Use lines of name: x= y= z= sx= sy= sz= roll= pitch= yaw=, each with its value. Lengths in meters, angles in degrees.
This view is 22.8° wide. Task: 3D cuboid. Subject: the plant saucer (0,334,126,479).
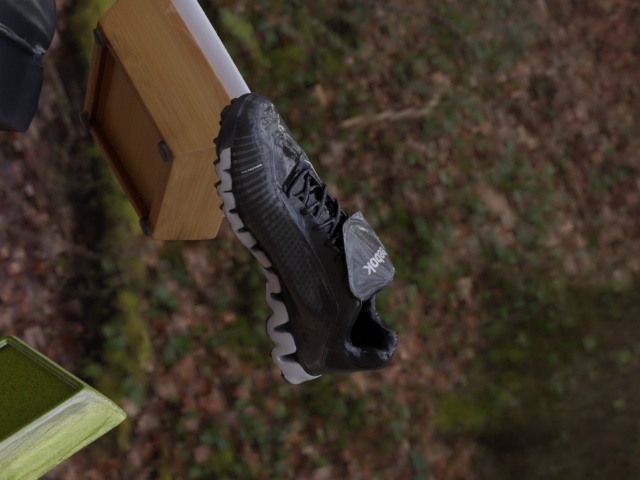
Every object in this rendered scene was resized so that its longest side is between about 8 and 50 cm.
plant saucer: x=-0.330 y=0.171 z=1.635 sx=0.188 sy=0.188 sz=0.045 roll=-33 pitch=136 yaw=-35

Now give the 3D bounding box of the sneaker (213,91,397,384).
sneaker: x=0.000 y=0.000 z=1.110 sx=0.078 sy=0.106 sz=0.234 roll=-51 pitch=133 yaw=-48

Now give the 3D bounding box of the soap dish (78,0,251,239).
soap dish: x=-0.179 y=-0.141 z=1.838 sx=0.229 sy=0.118 sz=0.291 roll=59 pitch=-21 yaw=14

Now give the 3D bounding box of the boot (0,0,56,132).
boot: x=-0.388 y=-0.338 z=1.659 sx=0.367 sy=0.146 sz=0.445 roll=-67 pitch=156 yaw=-6
